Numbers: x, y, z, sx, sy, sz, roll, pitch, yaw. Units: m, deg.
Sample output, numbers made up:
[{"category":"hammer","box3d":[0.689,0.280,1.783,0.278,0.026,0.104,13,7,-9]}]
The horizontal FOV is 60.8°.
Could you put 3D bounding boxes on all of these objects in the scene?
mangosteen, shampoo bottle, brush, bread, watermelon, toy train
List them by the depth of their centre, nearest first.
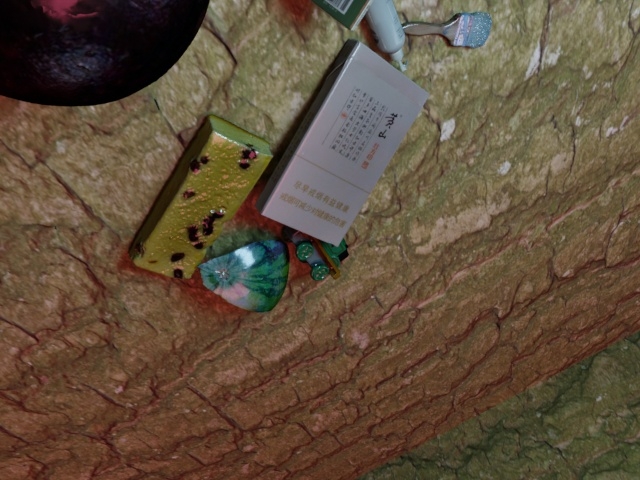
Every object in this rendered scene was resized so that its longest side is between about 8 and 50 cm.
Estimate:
[{"category":"mangosteen","box3d":[-0.318,-0.351,0.590,0.382,0.382,0.435,-24,170,0]},{"category":"shampoo bottle","box3d":[0.119,-0.383,0.982,0.056,0.056,0.195,-30,132,5]},{"category":"brush","box3d":[0.234,-0.401,1.038,0.196,0.021,0.070,-4,131,-16]},{"category":"bread","box3d":[-0.246,-0.068,1.094,0.138,0.077,0.361,21,119,-34]},{"category":"watermelon","box3d":[-0.140,0.065,1.206,0.146,0.128,0.231,-51,154,14]},{"category":"toy train","box3d":[0.000,0.000,1.244,0.136,0.091,0.228,-38,133,-1]}]

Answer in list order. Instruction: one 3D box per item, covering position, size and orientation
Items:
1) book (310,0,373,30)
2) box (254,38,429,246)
[{"category":"book","box3d":[0.043,-0.483,0.804,0.202,0.027,0.264,38,115,4]},{"category":"box","box3d":[0.044,-0.179,1.076,0.204,0.051,0.365,24,104,-34]}]
